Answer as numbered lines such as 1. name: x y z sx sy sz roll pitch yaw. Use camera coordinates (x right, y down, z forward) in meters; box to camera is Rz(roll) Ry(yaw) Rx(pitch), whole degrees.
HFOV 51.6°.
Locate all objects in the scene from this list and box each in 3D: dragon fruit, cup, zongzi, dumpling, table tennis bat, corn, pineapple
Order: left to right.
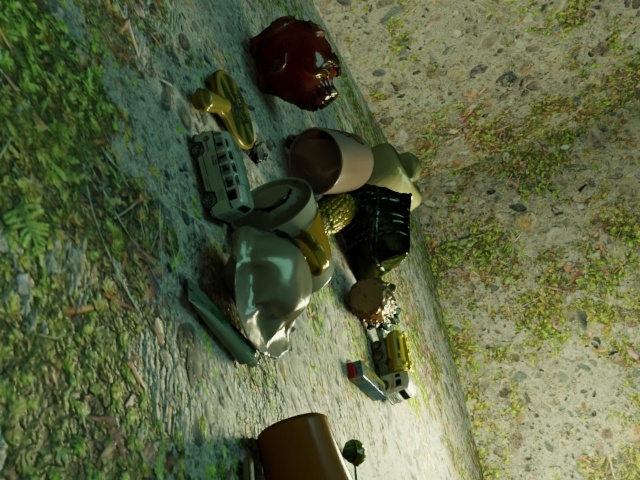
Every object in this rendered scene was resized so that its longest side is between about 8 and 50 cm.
1. table tennis bat: -0.223 -0.310 1.548 0.321 0.050 0.199 -22 94 -78
2. dumpling: -0.086 0.095 1.262 0.205 0.163 0.293 58 -6 50
3. cup: -0.057 0.008 1.415 0.241 0.185 0.226 33 -26 49
4. dragon fruit: -0.075 -0.518 1.938 0.250 0.250 0.315 8 66 -72
5. cup: -0.031 0.439 1.112 0.226 0.182 0.264 3 56 -39
6. cup: 0.017 -0.245 1.954 0.252 0.192 0.200 32 22 28
7. corn: 0.029 -0.080 1.965 0.119 0.119 0.322 68 21 -5
8. zongzi: 0.136 -0.074 2.183 0.362 0.319 0.384 20 54 -15
9. pineapple: 0.190 0.205 2.097 0.170 0.141 0.310 -66 155 -11

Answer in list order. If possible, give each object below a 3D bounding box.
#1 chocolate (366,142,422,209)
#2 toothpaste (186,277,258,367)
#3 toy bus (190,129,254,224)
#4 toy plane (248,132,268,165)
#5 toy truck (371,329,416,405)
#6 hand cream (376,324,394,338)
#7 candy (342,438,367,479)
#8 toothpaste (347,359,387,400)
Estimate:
1. chocolate: 0.246 -0.203 2.517 0.314 0.296 0.326 36 37 -55
2. toothpaste: -0.172 0.154 1.167 0.218 0.041 0.064 56 8 -33
3. toy bus: -0.196 -0.135 1.335 0.087 0.088 0.194 28 44 -67
4. toy plane: -0.158 -0.229 1.680 0.049 0.031 0.121 51 26 -27
5. toy truck: 0.234 0.393 2.077 0.098 0.114 0.227 54 23 -45
6. hand cream: 0.218 0.315 2.262 0.075 0.052 0.248 1 75 -49
7. candy: 0.083 0.561 1.521 0.061 0.061 0.203 43 39 -58
8. toothpaste: 0.132 0.388 1.871 0.193 0.044 0.070 51 25 -50
